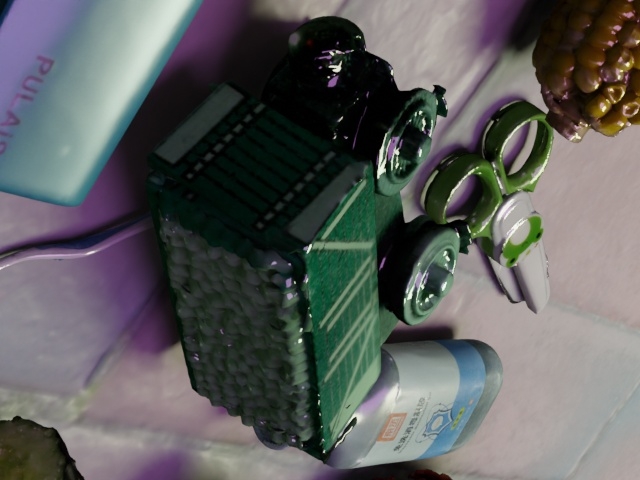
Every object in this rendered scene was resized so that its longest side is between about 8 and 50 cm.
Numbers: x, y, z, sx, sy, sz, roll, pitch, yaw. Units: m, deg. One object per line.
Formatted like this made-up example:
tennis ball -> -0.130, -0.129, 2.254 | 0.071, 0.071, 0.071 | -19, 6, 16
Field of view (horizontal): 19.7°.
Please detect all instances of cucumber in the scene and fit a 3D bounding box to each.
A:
cucumber -> -0.150, 0.212, 1.083 | 0.072, 0.081, 0.303 | -58, 156, -31

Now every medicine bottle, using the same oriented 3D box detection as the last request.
medicine bottle -> 0.039, 0.109, 1.221 | 0.208, 0.054, 0.090 | -1, 125, -50

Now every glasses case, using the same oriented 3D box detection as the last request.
glasses case -> -0.073, -0.157, 0.787 | 0.117, 0.070, 0.301 | 11, 117, -54

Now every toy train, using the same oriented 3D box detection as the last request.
toy train -> 0.000, 0.000, 0.988 | 0.154, 0.115, 0.269 | -53, 159, -26

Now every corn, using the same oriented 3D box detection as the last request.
corn -> 0.233, -0.195, 1.095 | 0.320, 0.097, 0.097 | -54, 148, 6

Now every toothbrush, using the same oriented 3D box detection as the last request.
toothbrush -> -0.119, -0.001, 0.949 | 0.162, 0.014, 0.017 | -24, 127, -34

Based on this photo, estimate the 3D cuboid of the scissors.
scissors -> 0.125, -0.007, 1.227 | 0.101, 0.027, 0.204 | -40, 146, -11

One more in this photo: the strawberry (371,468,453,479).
strawberry -> 0.084, 0.251, 1.332 | 0.184, 0.187, 0.201 | -35, 125, 23
